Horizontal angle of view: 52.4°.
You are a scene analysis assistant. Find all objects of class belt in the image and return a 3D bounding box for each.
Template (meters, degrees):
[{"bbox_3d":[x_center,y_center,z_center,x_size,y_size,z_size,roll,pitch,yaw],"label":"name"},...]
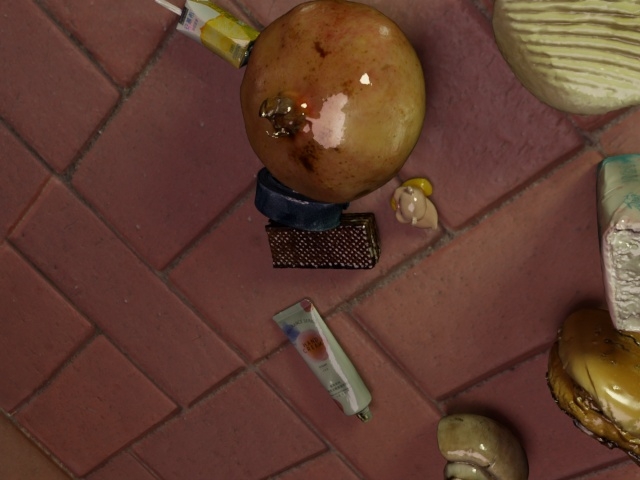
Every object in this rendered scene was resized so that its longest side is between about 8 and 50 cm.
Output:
[{"bbox_3d":[-0.037,-0.091,1.304,0.190,0.141,0.082,18,126,11],"label":"belt"}]

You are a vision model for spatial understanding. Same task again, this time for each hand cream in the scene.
[{"bbox_3d":[0.020,0.298,1.558,0.124,0.078,0.341,-30,99,34],"label":"hand cream"}]

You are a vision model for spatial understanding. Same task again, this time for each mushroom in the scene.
[{"bbox_3d":[0.368,0.512,1.457,0.188,0.195,0.254,-14,116,24],"label":"mushroom"}]

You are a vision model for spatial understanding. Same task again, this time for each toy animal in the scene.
[{"bbox_3d":[0.175,-0.060,1.270,0.091,0.082,0.114,-7,116,27],"label":"toy animal"}]

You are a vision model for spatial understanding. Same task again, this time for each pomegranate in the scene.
[{"bbox_3d":[0.013,-0.227,1.095,0.337,0.338,0.339,10,122,17],"label":"pomegranate"}]

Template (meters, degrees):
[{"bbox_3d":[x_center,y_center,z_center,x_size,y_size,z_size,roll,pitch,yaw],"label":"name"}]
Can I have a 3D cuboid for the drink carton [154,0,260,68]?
[{"bbox_3d":[-0.215,-0.409,1.233,0.200,0.074,0.084,34,125,3],"label":"drink carton"}]

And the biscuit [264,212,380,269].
[{"bbox_3d":[0.000,0.000,1.386,0.251,0.070,0.106,0,117,23],"label":"biscuit"}]

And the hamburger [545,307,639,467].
[{"bbox_3d":[0.567,0.270,1.175,0.304,0.284,0.174,24,122,8],"label":"hamburger"}]

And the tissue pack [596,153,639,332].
[{"bbox_3d":[0.514,-0.004,1.046,0.124,0.271,0.202,-9,115,24],"label":"tissue pack"}]

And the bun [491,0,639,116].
[{"bbox_3d":[0.425,-0.354,0.905,0.348,0.227,0.353,17,126,13],"label":"bun"}]
